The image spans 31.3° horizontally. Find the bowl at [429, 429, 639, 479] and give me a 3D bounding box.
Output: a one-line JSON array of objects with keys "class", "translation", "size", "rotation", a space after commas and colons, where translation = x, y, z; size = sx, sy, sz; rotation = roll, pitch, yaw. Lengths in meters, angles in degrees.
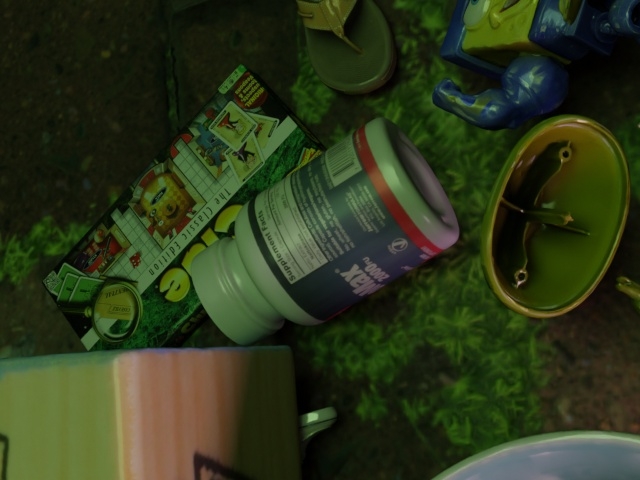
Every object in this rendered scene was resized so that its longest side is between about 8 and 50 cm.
[{"class": "bowl", "translation": [0.173, 0.270, 0.642], "size": [0.312, 0.163, 0.311], "rotation": [-8, 72, 26]}]

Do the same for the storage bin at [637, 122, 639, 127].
[{"class": "storage bin", "translation": [0.333, 0.000, 0.577], "size": [0.260, 0.123, 0.262], "rotation": [-29, 86, 39]}]

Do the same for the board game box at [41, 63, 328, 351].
[{"class": "board game box", "translation": [-0.110, -0.009, 0.944], "size": [0.259, 0.030, 0.136], "rotation": [-47, 63, 9]}]

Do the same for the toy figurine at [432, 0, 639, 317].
[{"class": "toy figurine", "translation": [0.172, -0.131, 0.800], "size": [0.217, 0.191, 0.362], "rotation": [19, 93, 60]}]

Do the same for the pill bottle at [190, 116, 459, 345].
[{"class": "pill bottle", "translation": [0.000, 0.000, 0.838], "size": [0.180, 0.108, 0.108], "rotation": [-32, 64, 17]}]

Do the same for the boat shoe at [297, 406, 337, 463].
[{"class": "boat shoe", "translation": [-0.026, 0.156, 0.852], "size": [0.100, 0.035, 0.035], "rotation": [-29, 73, 20]}]

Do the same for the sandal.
[{"class": "sandal", "translation": [0.010, -0.197, 0.920], "size": [0.072, 0.049, 0.180], "rotation": [-20, 68, 22]}]

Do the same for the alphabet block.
[{"class": "alphabet block", "translation": [-0.135, 0.176, 0.786], "size": [0.192, 0.193, 0.197], "rotation": [-7, 82, 33]}]
